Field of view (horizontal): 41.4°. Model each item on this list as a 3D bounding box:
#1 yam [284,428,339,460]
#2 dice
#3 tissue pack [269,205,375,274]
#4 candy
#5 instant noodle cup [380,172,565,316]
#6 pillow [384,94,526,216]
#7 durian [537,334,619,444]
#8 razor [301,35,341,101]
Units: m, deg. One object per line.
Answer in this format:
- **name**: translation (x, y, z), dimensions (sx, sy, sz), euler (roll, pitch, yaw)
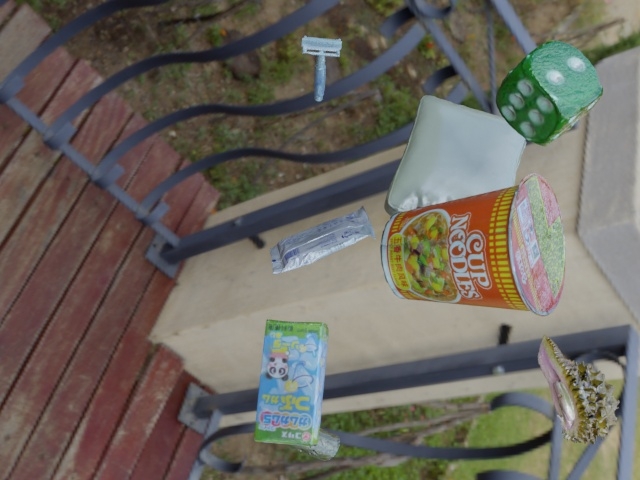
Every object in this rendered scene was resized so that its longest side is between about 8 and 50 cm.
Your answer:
- **yam**: translation (-0.047, 0.461, 2.009), dimensions (0.179, 0.078, 0.078), euler (24, 54, -9)
- **dice**: translation (0.377, -0.243, 1.407), dimensions (0.120, 0.128, 0.131), euler (-37, 80, -26)
- **tissue pack**: translation (0.000, 0.000, 1.525), dimensions (0.122, 0.193, 0.026), euler (-108, 176, -67)
- **candy**: translation (-0.044, 0.224, 1.345), dimensions (0.062, 0.097, 0.194), euler (63, 32, -76)
- **instant noodle cup**: translation (0.206, 0.012, 1.171), dimensions (0.193, 0.212, 0.193), euler (9, 78, -53)
- **pillow**: translation (0.292, -0.153, 1.788), dimensions (0.255, 0.119, 0.322), euler (17, 61, 4)
- **durian**: translation (0.486, 0.271, 1.610), dimensions (0.140, 0.078, 0.224), euler (-23, 70, -13)
- **razor**: translation (0.000, -0.293, 1.476), dimensions (0.135, 0.068, 0.040), euler (94, 3, -54)
